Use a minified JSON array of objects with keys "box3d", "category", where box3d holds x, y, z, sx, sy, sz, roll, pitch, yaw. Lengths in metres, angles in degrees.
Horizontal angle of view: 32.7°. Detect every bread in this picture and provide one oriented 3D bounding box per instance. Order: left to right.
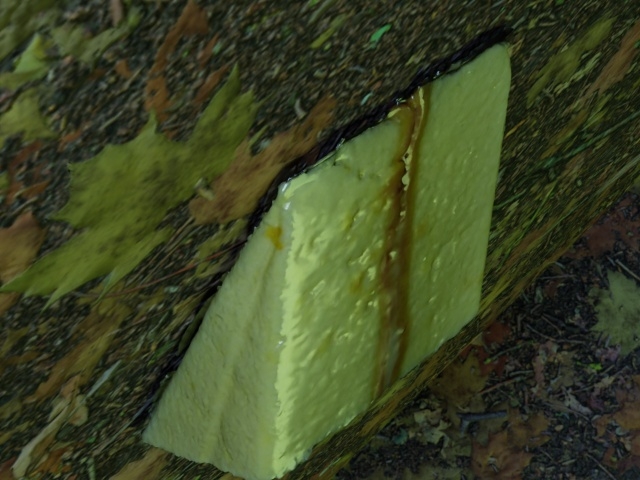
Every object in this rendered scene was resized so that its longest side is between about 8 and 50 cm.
[{"box3d":[0.000,0.000,1.104,0.346,0.242,0.405,-24,121,-39],"category":"bread"}]
